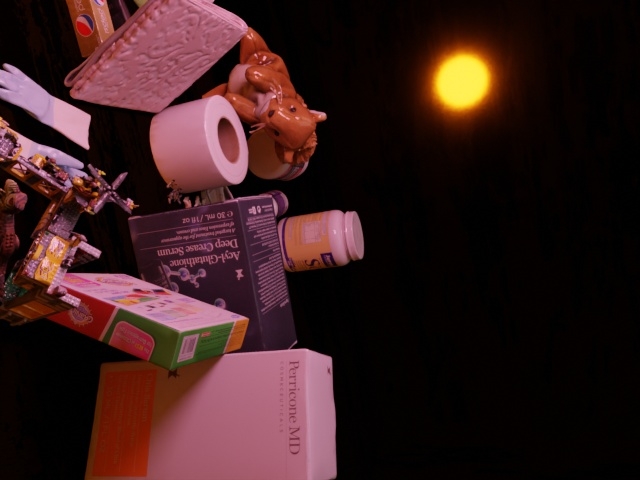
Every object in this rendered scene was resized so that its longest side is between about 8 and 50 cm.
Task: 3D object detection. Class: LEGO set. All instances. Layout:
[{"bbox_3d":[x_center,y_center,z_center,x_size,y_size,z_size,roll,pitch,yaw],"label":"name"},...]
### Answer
[{"bbox_3d":[-0.396,-0.130,1.259,0.054,0.024,0.083,-53,155,-48],"label":"LEGO set"},{"bbox_3d":[-0.438,-0.036,0.695,0.255,0.192,0.331,50,37,-35],"label":"LEGO set"}]

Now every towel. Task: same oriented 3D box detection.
[{"bbox_3d":[-0.353,-0.414,1.055,0.053,0.332,0.317,58,19,1],"label":"towel"}]

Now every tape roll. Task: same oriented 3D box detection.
[{"bbox_3d":[-0.329,-0.263,1.307,0.246,0.169,0.246,-8,90,-73],"label":"tape roll"}]

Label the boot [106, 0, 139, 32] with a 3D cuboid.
[{"bbox_3d":[-0.451,-0.538,1.161,0.229,0.091,0.262,-50,128,-68],"label":"boot"}]

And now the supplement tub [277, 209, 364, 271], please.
[{"bbox_3d":[0.000,0.000,1.995,0.241,0.332,0.240,-8,90,-73],"label":"supplement tub"}]

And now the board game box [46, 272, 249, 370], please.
[{"bbox_3d":[-0.327,0.134,0.866,0.242,0.317,0.064,15,91,-72],"label":"board game box"}]

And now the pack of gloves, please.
[{"bbox_3d":[-0.512,-0.205,0.882,0.232,0.046,0.195,37,49,-68],"label":"pack of gloves"}]

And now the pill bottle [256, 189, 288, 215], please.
[{"bbox_3d":[-0.201,-0.127,1.775,0.193,0.108,0.108,-43,123,-71],"label":"pill bottle"}]

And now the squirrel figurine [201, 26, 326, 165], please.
[{"bbox_3d":[-0.121,-0.408,1.512,0.370,0.281,0.397,44,8,32],"label":"squirrel figurine"}]

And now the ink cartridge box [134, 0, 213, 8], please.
[{"bbox_3d":[-0.414,-0.669,1.124,0.272,0.115,0.198,53,21,-7],"label":"ink cartridge box"}]

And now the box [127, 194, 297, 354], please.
[{"bbox_3d":[-0.255,0.106,1.160,0.212,0.294,0.395,-27,108,-72],"label":"box"}]

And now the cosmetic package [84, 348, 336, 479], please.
[{"bbox_3d":[-0.208,0.347,0.915,0.161,0.454,0.230,48,37,-63],"label":"cosmetic package"}]

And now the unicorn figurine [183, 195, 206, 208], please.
[{"bbox_3d":[-0.347,-0.070,1.368,0.162,0.060,0.111,-1,84,-57],"label":"unicorn figurine"}]

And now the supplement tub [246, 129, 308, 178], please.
[{"bbox_3d":[-0.164,-0.334,1.851,0.272,0.191,0.191,-19,101,-73],"label":"supplement tub"}]

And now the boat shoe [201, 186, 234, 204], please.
[{"bbox_3d":[-0.288,-0.078,1.500,0.258,0.084,0.095,64,24,-46],"label":"boat shoe"}]

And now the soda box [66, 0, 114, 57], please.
[{"bbox_3d":[-0.502,-0.495,1.020,0.058,0.061,0.181,-43,124,-70],"label":"soda box"}]
